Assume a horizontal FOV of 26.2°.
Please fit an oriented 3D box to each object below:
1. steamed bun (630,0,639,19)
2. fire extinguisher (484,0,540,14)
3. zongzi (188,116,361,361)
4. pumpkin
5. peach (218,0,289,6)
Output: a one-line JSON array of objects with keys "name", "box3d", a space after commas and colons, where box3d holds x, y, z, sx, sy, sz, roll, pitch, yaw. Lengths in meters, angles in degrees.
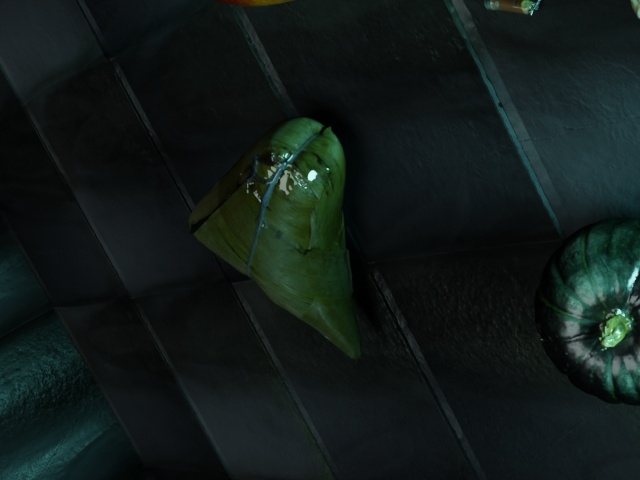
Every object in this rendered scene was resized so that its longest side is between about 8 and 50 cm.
[{"name": "steamed bun", "box3d": [0.403, -0.326, 1.300, 0.275, 0.206, 0.320, 20, 136, 25]}, {"name": "fire extinguisher", "box3d": [0.244, -0.301, 1.735, 0.083, 0.022, 0.028, 19, 103, 47]}, {"name": "zongzi", "box3d": [0.000, 0.000, 2.261, 0.393, 0.174, 0.356, 45, 144, 0]}, {"name": "pumpkin", "box3d": [0.389, 0.094, 1.730, 0.250, 0.216, 0.249, 6, 105, 22]}, {"name": "peach", "box3d": [-0.091, -0.470, 1.764, 0.370, 0.370, 0.370, 36, 145, 31]}]
